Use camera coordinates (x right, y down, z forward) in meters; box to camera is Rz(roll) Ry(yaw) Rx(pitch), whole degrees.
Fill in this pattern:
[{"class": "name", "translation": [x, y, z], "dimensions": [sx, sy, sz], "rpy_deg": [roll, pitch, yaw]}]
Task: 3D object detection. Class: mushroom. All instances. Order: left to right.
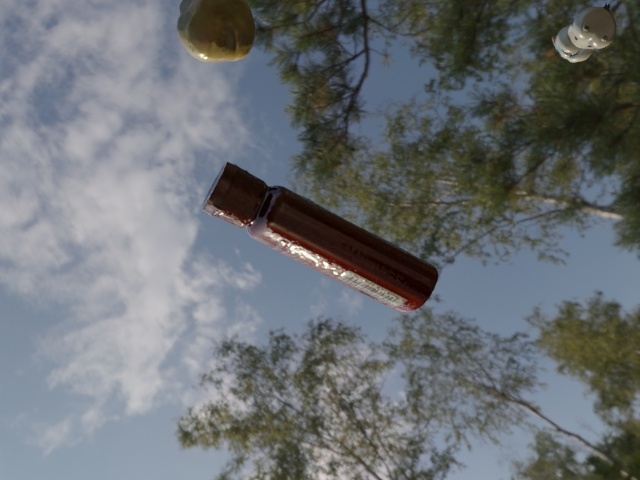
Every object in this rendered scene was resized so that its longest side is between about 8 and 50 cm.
[{"class": "mushroom", "translation": [-0.184, -0.377, 1.059], "dimensions": [0.147, 0.112, 0.148], "rpy_deg": [6, -104, -24]}]

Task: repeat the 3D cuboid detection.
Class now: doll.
[{"class": "doll", "translation": [0.690, -0.536, 1.581], "dimensions": [0.110, 0.181, 0.107], "rpy_deg": [28, -104, -4]}]

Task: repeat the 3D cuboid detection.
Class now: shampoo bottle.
[{"class": "shampoo bottle", "translation": [0.001, 0.000, 0.792], "dimensions": [0.314, 0.118, 0.076], "rpy_deg": [27, -101, -15]}]
